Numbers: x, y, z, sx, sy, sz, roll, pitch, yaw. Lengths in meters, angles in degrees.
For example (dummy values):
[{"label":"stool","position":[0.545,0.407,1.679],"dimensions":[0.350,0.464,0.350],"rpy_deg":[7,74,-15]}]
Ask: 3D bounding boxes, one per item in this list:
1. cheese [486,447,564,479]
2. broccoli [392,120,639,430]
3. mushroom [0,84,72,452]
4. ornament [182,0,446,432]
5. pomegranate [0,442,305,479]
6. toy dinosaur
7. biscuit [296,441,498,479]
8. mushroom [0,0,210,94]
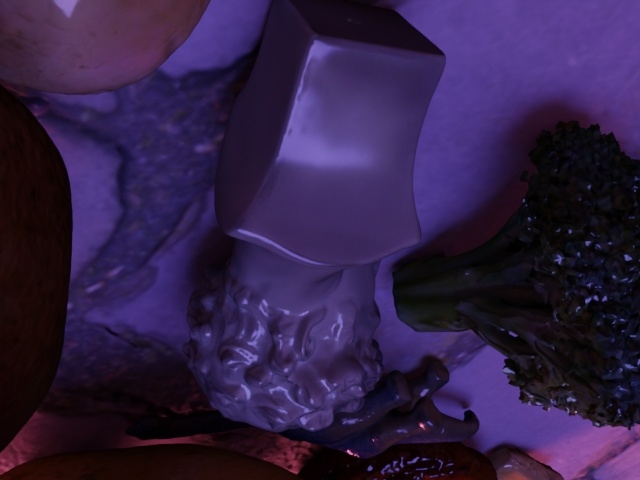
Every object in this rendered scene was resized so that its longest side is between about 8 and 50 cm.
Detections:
[{"label":"cheese","position":[0.181,0.213,0.938],"dimensions":[0.083,0.030,0.044],"rpy_deg":[29,117,-27]},{"label":"broccoli","position":[0.139,0.026,0.667],"dimensions":[0.194,0.194,0.220],"rpy_deg":[-40,157,22]},{"label":"mushroom","position":[-0.274,0.007,0.443],"dimensions":[0.346,0.259,0.345],"rpy_deg":[-24,168,-5]},{"label":"ornament","position":[-0.012,0.000,0.578],"dimensions":[0.130,0.120,0.285],"rpy_deg":[-5,135,-12]},{"label":"pomegranate","position":[-0.118,0.324,0.715],"dimensions":[0.417,0.416,0.416],"rpy_deg":[-10,138,-9]},{"label":"toy dinosaur","position":[0.004,0.140,0.792],"dimensions":[0.188,0.075,0.248],"rpy_deg":[-30,143,27]},{"label":"biscuit","position":[0.061,0.227,0.894],"dimensions":[0.192,0.049,0.192],"rpy_deg":[-4,136,-4]},{"label":"mushroom","position":[-0.104,-0.131,0.409],"dimensions":[0.148,0.112,0.148],"rpy_deg":[-10,108,-34]}]
